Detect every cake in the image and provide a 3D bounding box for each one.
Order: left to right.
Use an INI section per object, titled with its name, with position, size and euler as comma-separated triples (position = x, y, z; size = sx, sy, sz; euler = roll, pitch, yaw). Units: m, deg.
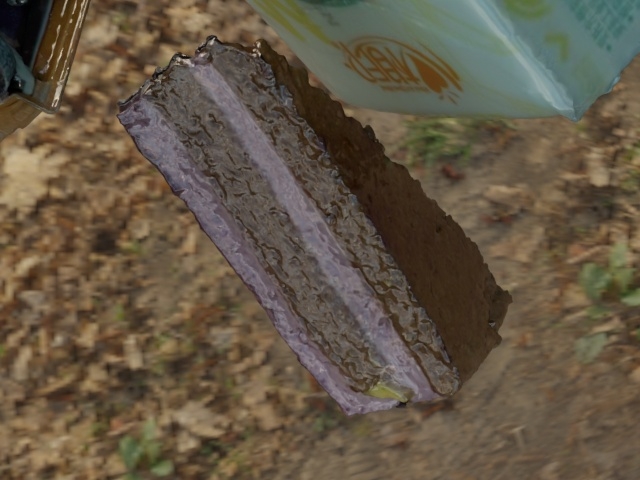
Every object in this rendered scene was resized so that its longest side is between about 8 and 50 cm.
[cake]
position = 0.000, 0.000, 1.003
size = 0.116, 0.295, 0.113
euler = -24, 34, 30

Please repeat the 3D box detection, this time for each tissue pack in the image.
[tissue pack]
position = 0.001, -0.251, 1.024
size = 0.162, 0.388, 0.287
euler = -53, 28, -15

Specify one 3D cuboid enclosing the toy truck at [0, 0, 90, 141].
[toy truck]
position = -0.285, -0.154, 0.877
size = 0.162, 0.305, 0.136
euler = -35, 37, 45
